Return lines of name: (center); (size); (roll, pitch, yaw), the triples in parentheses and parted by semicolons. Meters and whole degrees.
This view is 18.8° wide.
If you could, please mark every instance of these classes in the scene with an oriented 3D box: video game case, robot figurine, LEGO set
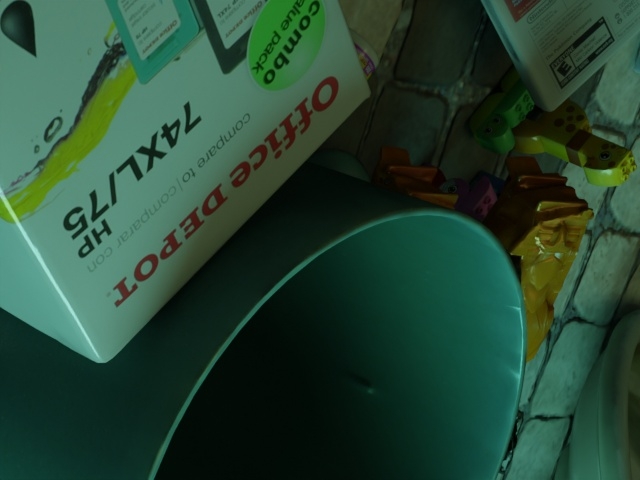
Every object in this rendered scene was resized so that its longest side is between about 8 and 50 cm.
video game case: (0.183, -0.213, 1.271); (0.201, 0.023, 0.183); (-42, 129, -11)
robot figurine: (0.057, 0.079, 1.267); (0.211, 0.085, 0.291); (4, 125, -31)
LEGO set: (0.160, -0.062, 1.352); (0.227, 0.093, 0.087); (-51, 143, -16)

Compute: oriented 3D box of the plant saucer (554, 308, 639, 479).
plant saucer: (0.276, 0.259, 1.600); (0.400, 0.101, 0.400); (44, 39, -51)

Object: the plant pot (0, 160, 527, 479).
plant pot: (-0.071, 0.077, 1.035); (0.293, 0.235, 0.293); (-28, 131, -38)

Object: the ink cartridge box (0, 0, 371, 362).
ink cartridge box: (-0.138, -0.126, 0.856); (0.198, 0.197, 0.270); (-47, 141, -21)

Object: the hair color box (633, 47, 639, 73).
hair color box: (0.379, -0.288, 1.464); (0.185, 0.114, 0.374); (-6, 117, -49)

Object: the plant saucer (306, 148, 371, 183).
plant saucer: (0.000, 0.000, 1.256); (0.119, 0.021, 0.119); (-28, 131, -38)

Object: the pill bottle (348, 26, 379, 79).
pill bottle: (-0.004, -0.089, 1.175); (0.083, 0.043, 0.043); (-54, 143, -12)
